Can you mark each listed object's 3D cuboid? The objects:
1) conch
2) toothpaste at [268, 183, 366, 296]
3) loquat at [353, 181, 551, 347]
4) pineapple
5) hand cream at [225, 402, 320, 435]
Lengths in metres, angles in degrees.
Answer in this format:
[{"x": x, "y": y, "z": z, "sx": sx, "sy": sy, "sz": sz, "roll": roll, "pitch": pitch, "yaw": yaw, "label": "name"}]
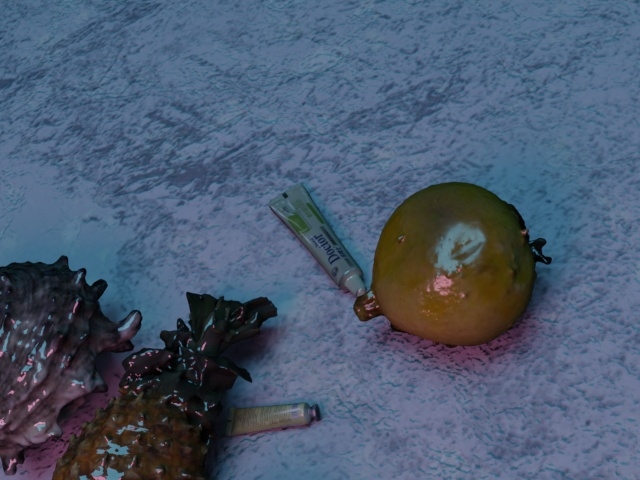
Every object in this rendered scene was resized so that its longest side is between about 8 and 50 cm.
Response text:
[{"x": -0.337, "y": 0.135, "z": 1.331, "sx": 0.313, "sy": 0.186, "sz": 0.241, "roll": -4, "pitch": 65, "yaw": 20, "label": "conch"}, {"x": 0.000, "y": 0.000, "z": 1.390, "sx": 0.048, "sy": 0.029, "sz": 0.197, "roll": -32, "pitch": 47, "yaw": -6, "label": "toothpaste"}, {"x": 0.126, "y": 0.031, "z": 1.242, "sx": 0.204, "sy": 0.149, "sz": 0.172, "roll": -30, "pitch": 53, "yaw": 11, "label": "loquat"}, {"x": -0.144, "y": 0.173, "z": 1.244, "sx": 0.170, "sy": 0.141, "sz": 0.310, "roll": -15, "pitch": 36, "yaw": 47, "label": "pineapple"}, {"x": -0.050, "y": 0.182, "z": 1.275, "sx": 0.102, "sy": 0.022, "sz": 0.035, "roll": -10, "pitch": 51, "yaw": 20, "label": "hand cream"}]
